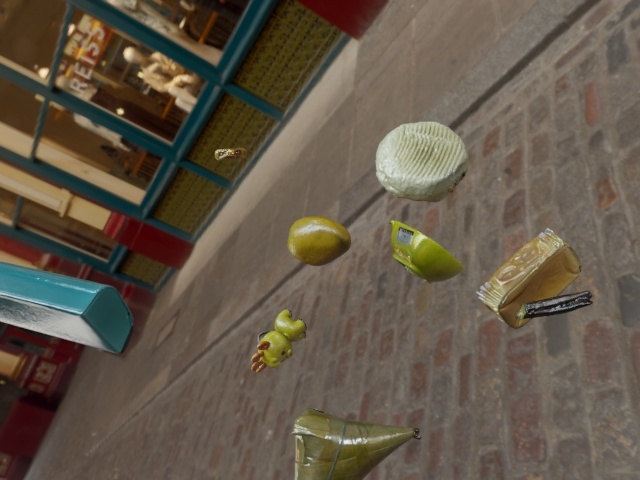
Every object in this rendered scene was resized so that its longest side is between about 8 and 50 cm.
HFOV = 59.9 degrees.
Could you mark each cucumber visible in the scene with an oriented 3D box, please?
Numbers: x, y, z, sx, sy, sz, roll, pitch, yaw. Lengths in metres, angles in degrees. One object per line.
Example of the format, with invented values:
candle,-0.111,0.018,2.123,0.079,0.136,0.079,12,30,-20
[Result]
cucumber,0.437,0.124,1.037,0.134,0.034,0.033,-12,52,17

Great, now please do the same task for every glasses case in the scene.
glasses case,-0.428,0.089,0.839,0.117,0.301,0.070,74,-149,-48

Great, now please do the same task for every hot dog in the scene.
hot dog,-0.256,-0.247,1.580,0.034,0.090,0.030,-157,62,-82

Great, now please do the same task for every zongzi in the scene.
zongzi,0.068,0.470,1.119,0.115,0.256,0.228,-18,-69,-85

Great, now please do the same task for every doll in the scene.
doll,-0.143,0.324,1.757,0.221,0.135,0.143,-41,-28,-37

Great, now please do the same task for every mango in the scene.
mango,0.000,0.000,1.390,0.195,0.137,0.098,-6,39,41

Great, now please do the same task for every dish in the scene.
dish,0.308,0.050,1.734,0.108,0.221,0.262,-54,42,-1

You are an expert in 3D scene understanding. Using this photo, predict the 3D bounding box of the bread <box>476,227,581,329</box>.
bread,0.514,0.096,1.369,0.241,0.136,0.107,-45,31,2

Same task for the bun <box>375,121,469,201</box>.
bun,0.239,-0.175,1.332,0.134,0.220,0.220,78,-156,-59
